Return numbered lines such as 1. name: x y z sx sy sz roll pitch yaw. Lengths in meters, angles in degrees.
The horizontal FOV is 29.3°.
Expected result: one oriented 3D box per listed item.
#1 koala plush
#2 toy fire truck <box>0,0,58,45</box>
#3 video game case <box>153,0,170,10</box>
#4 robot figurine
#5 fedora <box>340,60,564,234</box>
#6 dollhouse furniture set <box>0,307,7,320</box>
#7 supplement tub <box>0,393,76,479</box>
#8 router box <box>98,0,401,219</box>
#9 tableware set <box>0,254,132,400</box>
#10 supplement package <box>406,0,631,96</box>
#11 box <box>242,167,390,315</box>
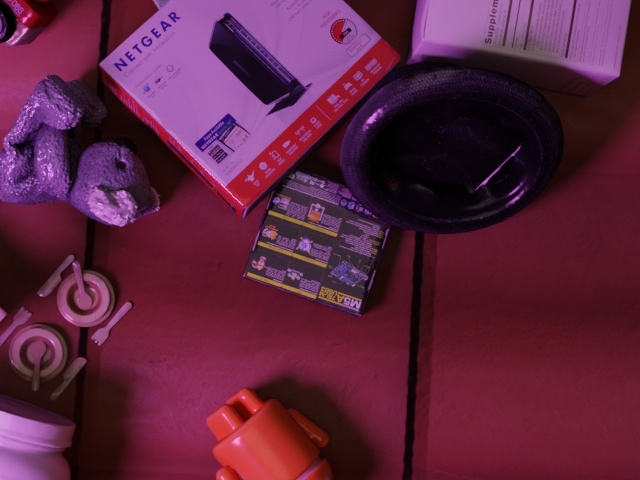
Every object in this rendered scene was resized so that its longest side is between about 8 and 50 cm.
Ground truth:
1. koala plush: -0.338 -0.098 1.771 0.221 0.196 0.203 34 96 -2
2. toy fire truck: -0.445 -0.428 1.749 0.246 0.158 0.217 -42 90 18
3. video game case: -0.215 -0.383 1.877 0.087 0.011 0.122 -32 89 -5
4. robot figurine: -0.068 0.319 1.783 0.128 0.158 0.219 -39 89 17
5. fedora: 0.184 -0.161 1.793 0.334 0.334 0.152 -8 46 -4
6. dollhouse furniture set: -0.613 0.153 1.663 0.198 0.286 0.303 43 73 -10
7. supplement tub: -0.483 0.377 1.699 0.228 0.228 0.316 18 85 -3
8. router box: -0.104 -0.252 1.813 0.301 0.082 0.335 44 77 3
9. tableware set: -0.386 0.126 1.817 0.128 0.039 0.194 39 85 -1
10. supplement package: 0.293 -0.335 1.825 0.293 0.177 0.175 10 86 -3
11. box: 0.000 0.000 1.850 0.191 0.045 0.184 18 86 -3
